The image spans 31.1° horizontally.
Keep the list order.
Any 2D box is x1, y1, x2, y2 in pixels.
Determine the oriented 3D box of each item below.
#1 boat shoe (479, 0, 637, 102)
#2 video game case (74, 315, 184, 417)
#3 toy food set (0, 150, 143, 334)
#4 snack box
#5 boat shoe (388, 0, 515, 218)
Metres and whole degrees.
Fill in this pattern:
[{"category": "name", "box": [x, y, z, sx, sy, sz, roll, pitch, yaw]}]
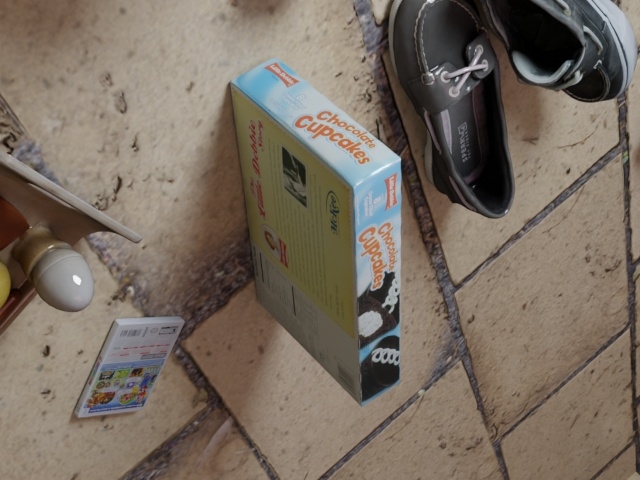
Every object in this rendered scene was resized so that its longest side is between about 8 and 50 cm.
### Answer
[{"category": "boat shoe", "box": [0.234, -0.214, 1.201, 0.335, 0.121, 0.119, 35, 64, -49]}, {"category": "video game case", "box": [-0.199, 0.131, 1.201, 0.087, 0.011, 0.122, 1, 123, -48]}, {"category": "toy food set", "box": [-0.299, 0.074, 0.932, 0.306, 0.092, 0.220, -49, 156, 0]}, {"category": "snack box", "box": [0.000, 0.000, 1.129, 0.060, 0.187, 0.322, -31, 143, -23]}, {"category": "boat shoe", "box": [0.157, -0.146, 1.232, 0.112, 0.095, 0.335, -39, 145, -12]}]
